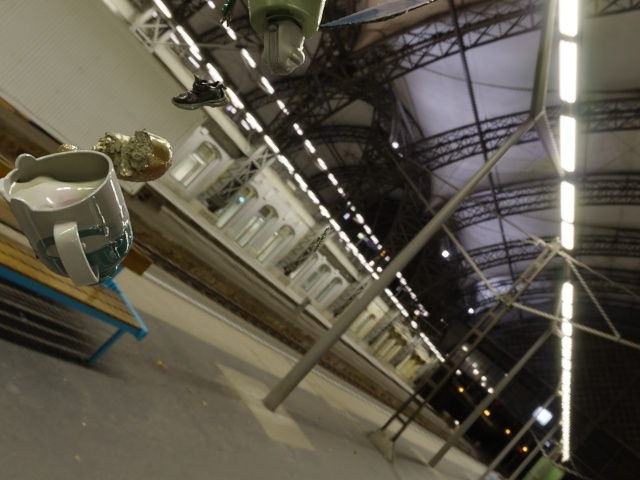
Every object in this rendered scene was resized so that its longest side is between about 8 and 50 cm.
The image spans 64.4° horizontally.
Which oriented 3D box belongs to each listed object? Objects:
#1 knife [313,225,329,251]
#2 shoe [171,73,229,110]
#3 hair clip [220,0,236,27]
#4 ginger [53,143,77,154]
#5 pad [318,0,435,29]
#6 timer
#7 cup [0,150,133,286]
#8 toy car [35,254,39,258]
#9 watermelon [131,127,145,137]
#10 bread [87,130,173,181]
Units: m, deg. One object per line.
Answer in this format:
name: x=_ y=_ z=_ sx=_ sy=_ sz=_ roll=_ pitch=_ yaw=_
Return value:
knife: x=0.000 y=0.000 z=1.755 sx=0.014 sy=0.030 sz=0.207 roll=35 pitch=-29 yaw=3
shoe: x=-0.357 y=-0.444 z=1.501 sx=0.071 sy=0.169 sz=0.099 roll=-116 pitch=-158 yaw=-48
hair clip: x=-0.307 y=-0.818 z=1.748 sx=0.049 sy=0.173 sz=0.049 roll=23 pitch=39 yaw=-20
ginger: x=-1.119 y=-0.291 z=2.185 sx=0.117 sy=0.262 sz=0.109 roll=28 pitch=8 yaw=13
pad: x=0.166 y=-0.553 z=1.211 sx=0.269 sy=0.270 sz=0.012 roll=28 pitch=-39 yaw=54
timer: x=-0.135 y=-0.772 z=1.896 sx=0.291 sy=0.314 sz=0.291 roll=3 pitch=-5 yaw=0
cup: x=-0.534 y=-0.033 z=1.110 sx=0.289 sy=0.220 sz=0.257 roll=-120 pitch=-159 yaw=-44
toy car: x=-0.827 y=0.025 z=1.598 sx=0.103 sy=0.063 sz=0.216 roll=-1 pitch=0 yaw=-19
watermelon: x=-0.869 y=-0.382 z=2.335 sx=0.128 sy=0.231 sz=0.204 roll=3 pitch=26 yaw=4
bread: x=-0.637 y=-0.285 z=1.769 sx=0.315 sy=0.171 sz=0.192 roll=7 pitch=0 yaw=26
